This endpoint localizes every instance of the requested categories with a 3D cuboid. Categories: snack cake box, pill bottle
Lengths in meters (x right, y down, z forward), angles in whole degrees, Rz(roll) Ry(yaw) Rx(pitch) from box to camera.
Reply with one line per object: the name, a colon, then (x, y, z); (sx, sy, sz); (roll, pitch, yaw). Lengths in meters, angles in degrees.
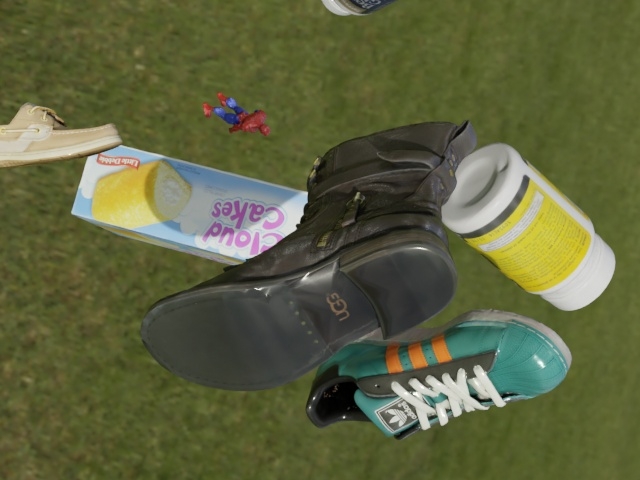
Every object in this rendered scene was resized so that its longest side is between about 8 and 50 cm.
snack cake box: (-0.116, -0.026, 1.378); (0.152, 0.264, 0.089); (42, 63, -76)
pill bottle: (0.065, -0.346, 1.637); (0.094, 0.169, 0.094); (3, 83, -26)
pill bottle: (0.246, -0.011, 1.483); (0.208, 0.119, 0.119); (38, 65, -29)

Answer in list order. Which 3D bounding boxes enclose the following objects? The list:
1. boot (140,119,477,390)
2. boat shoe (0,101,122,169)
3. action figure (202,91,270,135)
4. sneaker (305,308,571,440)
boot: (0.000, 0.000, 0.981); (0.229, 0.263, 0.091); (-84, 155, -59)
boat shoe: (-0.271, -0.100, 1.177); (0.063, 0.170, 0.059); (-42, 125, -87)
action figure: (-0.089, -0.137, 1.410); (0.038, 0.115, 0.030); (-33, 123, -20)
sneaker: (0.113, 0.152, 1.298); (0.108, 0.302, 0.121); (55, 48, -24)
